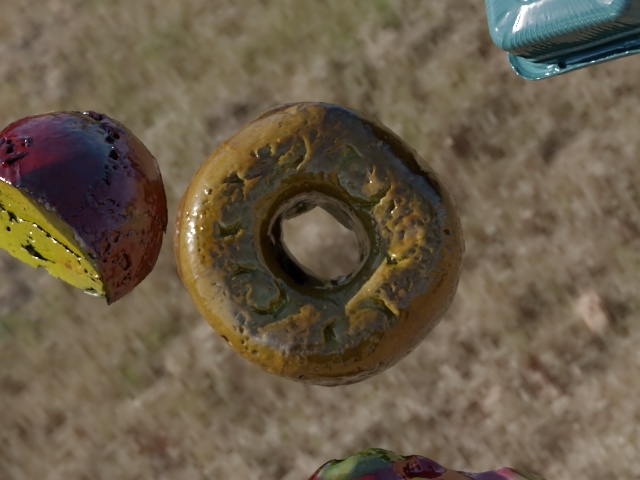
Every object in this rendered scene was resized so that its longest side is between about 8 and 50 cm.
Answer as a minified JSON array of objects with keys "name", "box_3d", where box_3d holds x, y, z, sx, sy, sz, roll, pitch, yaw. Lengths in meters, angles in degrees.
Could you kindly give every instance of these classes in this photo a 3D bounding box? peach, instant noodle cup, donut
[{"name":"peach","box_3d":[-0.169,-0.031,1.246,0.127,0.092,0.172,-14,28,-15]},{"name":"instant noodle cup","box_3d":[0.193,-0.213,1.419,0.179,0.157,0.070,-12,-7,42]},{"name":"donut","box_3d":[-0.001,0.002,1.405,0.226,0.226,0.114,-37,-3,-4]}]

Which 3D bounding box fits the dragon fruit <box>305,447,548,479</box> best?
[{"name":"dragon fruit","box_3d":[0.064,0.255,1.106,0.231,0.302,0.237,-3,56,18]}]
